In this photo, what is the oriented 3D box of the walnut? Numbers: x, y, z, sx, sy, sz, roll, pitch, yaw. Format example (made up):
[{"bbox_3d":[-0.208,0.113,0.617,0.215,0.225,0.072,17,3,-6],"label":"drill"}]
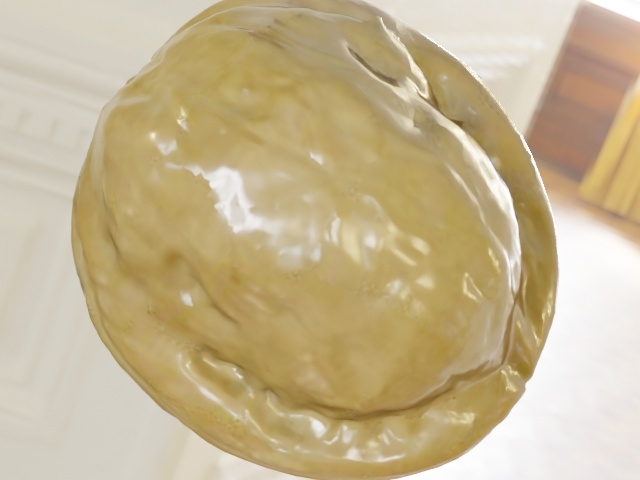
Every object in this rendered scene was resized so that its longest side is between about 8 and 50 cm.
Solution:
[{"bbox_3d":[-0.012,-0.007,1.469,0.383,0.383,0.383,20,16,-6],"label":"walnut"}]
